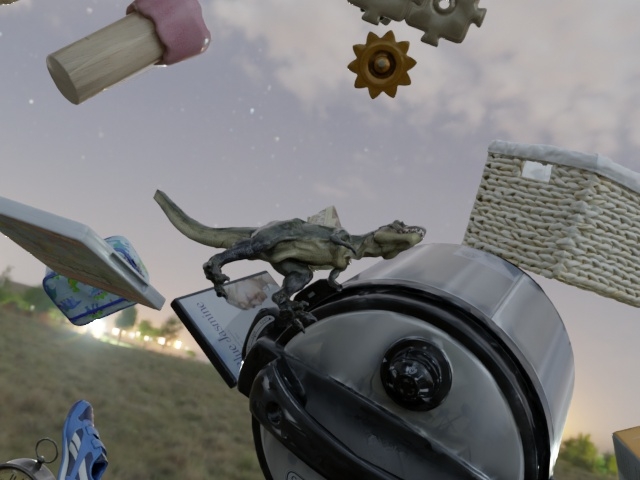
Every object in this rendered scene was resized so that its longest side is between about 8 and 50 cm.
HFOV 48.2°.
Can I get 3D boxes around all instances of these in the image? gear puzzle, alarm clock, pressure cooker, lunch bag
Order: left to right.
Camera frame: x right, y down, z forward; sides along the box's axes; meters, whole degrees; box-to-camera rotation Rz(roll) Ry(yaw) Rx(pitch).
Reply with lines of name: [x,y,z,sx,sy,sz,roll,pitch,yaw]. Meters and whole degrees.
alarm clock: [-0.457,0.388,1.104,0.129,0.192,0.064,32,5,12]
lunch bag: [-0.522,0.098,1.691,0.218,0.090,0.176,-20,-55,0]
pressure cooker: [0.115,0.203,0.910,0.369,0.376,0.420,-16,3,25]
gear puzzle: [0.134,-0.334,0.899,0.175,0.339,0.044,22,5,5]

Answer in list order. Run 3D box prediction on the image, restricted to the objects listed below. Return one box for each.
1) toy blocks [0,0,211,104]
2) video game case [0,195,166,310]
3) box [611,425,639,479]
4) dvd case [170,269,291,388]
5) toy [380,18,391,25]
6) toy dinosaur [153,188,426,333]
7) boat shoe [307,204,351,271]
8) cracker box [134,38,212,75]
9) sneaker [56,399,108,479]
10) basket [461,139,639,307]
toy blocks: [-0.159,-0.325,0.516,0.309,0.260,0.289,47,-27,10]
video game case: [-0.360,0.019,1.031,0.203,0.025,0.285,17,-20,16]
box: [0.485,0.319,0.727,0.214,0.169,0.345,-14,13,-2]
dvd case: [-0.124,0.147,1.267,0.180,0.022,0.253,51,32,16]
toy: [0.101,-0.414,0.953,0.136,0.237,0.056,35,4,5]
toy dinosaur: [-0.044,0.014,0.649,0.268,0.118,0.064,8,-50,9]
boat shoe: [0.000,0.000,1.290,0.089,0.105,0.285,-19,3,2]
cracker box: [-0.253,-0.272,1.014,0.155,0.067,0.232,-23,15,10]
sneaker: [-0.310,0.280,0.954,0.059,0.144,0.053,-12,-36,3]
basket: [0.551,-0.041,1.590,0.331,0.267,0.328,16,5,-31]
